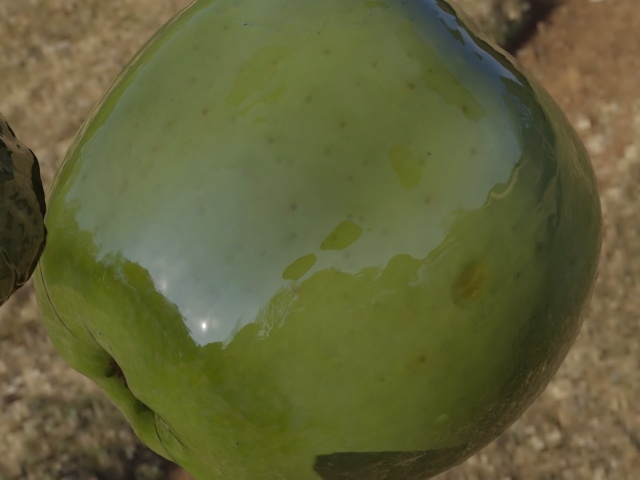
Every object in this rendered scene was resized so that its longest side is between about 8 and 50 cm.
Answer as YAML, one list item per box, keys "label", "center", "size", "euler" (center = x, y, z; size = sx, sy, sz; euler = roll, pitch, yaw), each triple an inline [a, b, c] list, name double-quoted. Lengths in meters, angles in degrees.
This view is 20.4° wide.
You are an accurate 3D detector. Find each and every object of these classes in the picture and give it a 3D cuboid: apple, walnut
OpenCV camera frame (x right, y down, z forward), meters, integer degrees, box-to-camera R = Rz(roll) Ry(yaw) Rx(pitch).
- label: "apple"
  center: [0.000, 0.000, 1.141]
  size: [0.357, 0.357, 0.357]
  euler: [-13, 28, 7]
- label: "walnut"
  center: [-0.136, -0.013, 0.625]
  size: [0.092, 0.092, 0.092]
  euler: [-13, 28, 7]
